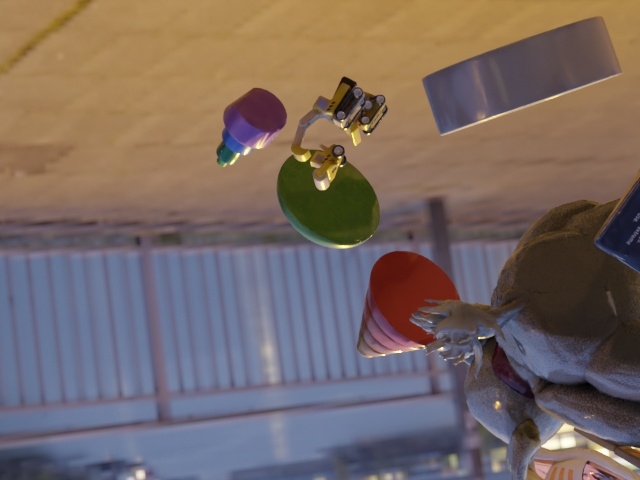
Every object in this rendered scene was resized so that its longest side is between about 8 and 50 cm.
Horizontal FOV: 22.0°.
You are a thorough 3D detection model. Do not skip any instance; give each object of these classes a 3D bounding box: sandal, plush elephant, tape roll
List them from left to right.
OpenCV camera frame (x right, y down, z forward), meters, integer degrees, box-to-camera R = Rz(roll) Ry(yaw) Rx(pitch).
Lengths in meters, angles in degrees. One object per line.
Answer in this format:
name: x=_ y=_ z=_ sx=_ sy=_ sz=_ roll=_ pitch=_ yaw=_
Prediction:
tape roll: x=0.229 y=-0.187 z=1.879 sx=0.219 sy=0.072 sz=0.219 roll=-18 pitch=-178 yaw=1
plush elephant: x=0.244 y=0.116 z=1.629 sx=0.330 sy=0.272 sz=0.255 roll=-9 pitch=151 yaw=-8
sandal: x=0.302 y=0.297 z=1.929 sx=0.102 sy=0.076 sz=0.265 roll=33 pitch=165 yaw=-13

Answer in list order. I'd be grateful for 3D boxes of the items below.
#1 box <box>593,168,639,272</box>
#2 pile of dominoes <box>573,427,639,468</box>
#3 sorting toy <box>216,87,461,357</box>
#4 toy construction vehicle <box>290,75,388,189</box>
box: x=0.441 y=-0.040 z=1.428 sx=0.296 sy=0.294 sz=0.182 roll=-48 pitch=171 yaw=-51
pile of dominoes: x=0.387 y=0.212 z=1.524 sx=0.196 sy=0.040 sz=0.251 roll=11 pitch=-169 yaw=-36
sorting toy: x=0.000 y=0.000 z=1.859 sx=0.127 sy=0.365 sz=0.126 roll=-31 pitch=167 yaw=-44
toy construction vehicle: x=0.013 y=-0.097 z=1.396 sx=0.035 sy=0.098 sz=0.086 roll=33 pitch=170 yaw=17
